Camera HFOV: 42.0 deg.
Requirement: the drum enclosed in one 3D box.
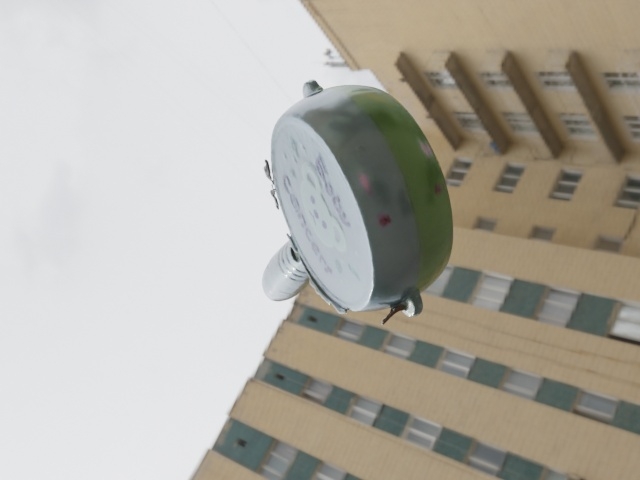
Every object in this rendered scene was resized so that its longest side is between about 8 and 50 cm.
[{"bbox_3d":[-0.007,-0.020,0.492,0.049,0.253,0.130,-22,-84,-20],"label":"drum"}]
